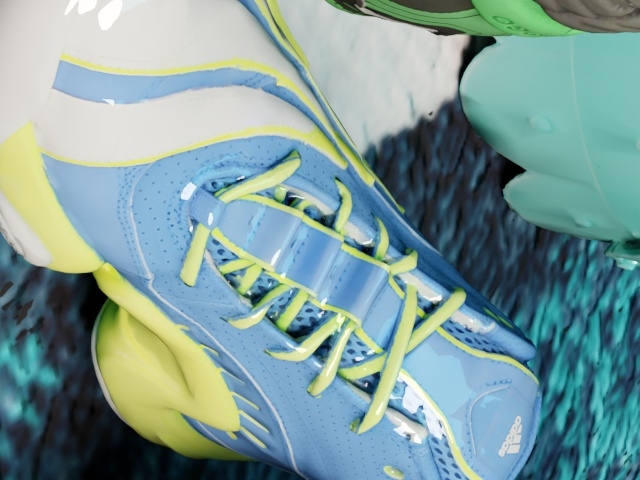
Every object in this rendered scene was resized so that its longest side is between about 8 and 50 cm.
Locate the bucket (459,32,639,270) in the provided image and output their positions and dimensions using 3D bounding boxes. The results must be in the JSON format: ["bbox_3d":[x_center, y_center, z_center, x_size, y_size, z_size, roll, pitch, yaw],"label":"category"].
[{"bbox_3d":[0.193,-0.110,0.691,0.281,0.183,0.281,-26,125,-45],"label":"bucket"}]

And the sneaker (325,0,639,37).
[{"bbox_3d":[0.037,-0.219,0.495,0.134,0.146,0.343,13,79,-44],"label":"sneaker"}]

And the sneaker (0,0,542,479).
[{"bbox_3d":[0.000,0.000,0.480,0.091,0.126,0.240,-61,164,-19],"label":"sneaker"}]
